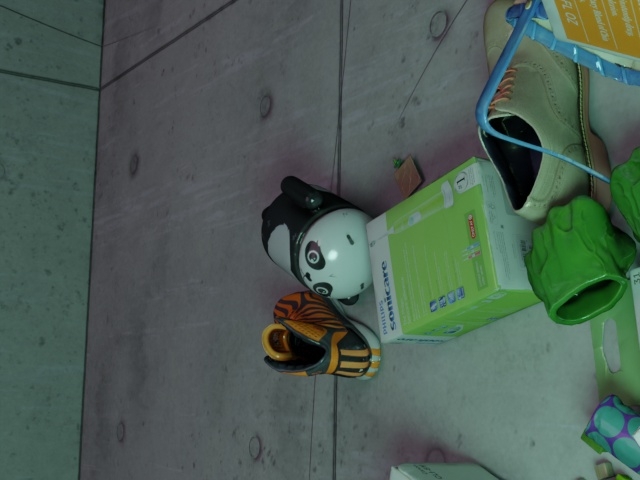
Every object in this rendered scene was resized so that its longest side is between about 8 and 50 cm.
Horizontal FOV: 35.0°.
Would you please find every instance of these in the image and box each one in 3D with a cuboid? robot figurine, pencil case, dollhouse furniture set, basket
[{"bbox_3d":[-0.002,0.000,1.827,0.278,0.209,0.174,34,100,55],"label":"robot figurine"},{"bbox_3d":[0.399,0.250,1.230,0.151,0.070,0.064,34,141,36],"label":"pencil case"},{"bbox_3d":[0.351,0.321,1.323,0.076,0.058,0.152,43,120,52],"label":"dollhouse furniture set"},{"bbox_3d":[0.344,-0.233,1.261,0.289,0.254,0.201,-69,24,8],"label":"basket"}]

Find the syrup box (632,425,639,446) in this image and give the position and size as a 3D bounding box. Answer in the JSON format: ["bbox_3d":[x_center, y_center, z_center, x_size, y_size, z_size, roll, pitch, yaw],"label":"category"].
[{"bbox_3d":[0.445,0.205,1.033,0.093,0.237,0.096,-62,38,29],"label":"syrup box"}]

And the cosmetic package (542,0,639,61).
[{"bbox_3d":[0.434,-0.253,0.955,0.453,0.230,0.161,23,82,30],"label":"cosmetic package"}]

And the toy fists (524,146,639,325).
[{"bbox_3d":[0.374,-0.015,1.251,0.279,0.096,0.142,-40,42,31],"label":"toy fists"}]

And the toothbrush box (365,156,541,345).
[{"bbox_3d":[0.204,0.025,1.550,0.283,0.122,0.206,-33,58,50],"label":"toothbrush box"}]

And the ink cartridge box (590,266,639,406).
[{"bbox_3d":[0.415,0.119,1.269,0.235,0.056,0.171,-21,67,52],"label":"ink cartridge box"}]

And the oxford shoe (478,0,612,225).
[{"bbox_3d":[0.291,-0.200,1.432,0.140,0.146,0.397,-46,48,45],"label":"oxford shoe"}]

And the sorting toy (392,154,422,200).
[{"bbox_3d":[0.149,-0.119,1.764,0.062,0.012,0.083,-55,45,44],"label":"sorting toy"}]

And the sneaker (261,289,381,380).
[{"bbox_3d":[-0.042,0.161,1.855,0.321,0.180,0.125,21,102,57],"label":"sneaker"}]

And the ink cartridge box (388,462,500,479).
[{"bbox_3d":[0.200,0.539,1.415,0.279,0.160,0.385,25,108,58],"label":"ink cartridge box"}]
